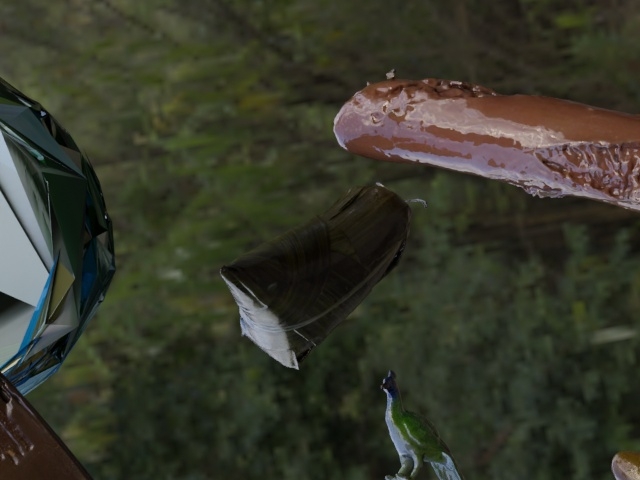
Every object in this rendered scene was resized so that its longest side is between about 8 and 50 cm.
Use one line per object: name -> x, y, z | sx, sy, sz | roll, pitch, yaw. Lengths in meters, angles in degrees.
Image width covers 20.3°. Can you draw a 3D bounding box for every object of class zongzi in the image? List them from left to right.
zongzi -> 0.000, 0.000, 1.483 | 0.084, 0.187, 0.184 | 37, 168, 24

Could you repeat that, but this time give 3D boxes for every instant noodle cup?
instant noodle cup -> -0.238, 0.005, 1.041 | 0.178, 0.240, 0.240 | -152, 52, -83

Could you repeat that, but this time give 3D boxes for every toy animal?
toy animal -> 0.108, 0.233, 1.779 | 0.041, 0.075, 0.217 | -12, 119, 52

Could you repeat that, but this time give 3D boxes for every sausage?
sausage -> 0.164, -0.072, 1.347 | 0.087, 0.326, 0.079 | 47, -121, -64

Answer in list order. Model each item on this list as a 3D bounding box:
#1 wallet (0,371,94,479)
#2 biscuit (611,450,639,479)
wallet -> -0.203, 0.149, 0.881 | 0.095, 0.176, 0.026 | 52, 177, -5
biscuit -> 0.385, 0.219, 1.596 | 0.164, 0.208, 0.047 | 58, -167, -11
